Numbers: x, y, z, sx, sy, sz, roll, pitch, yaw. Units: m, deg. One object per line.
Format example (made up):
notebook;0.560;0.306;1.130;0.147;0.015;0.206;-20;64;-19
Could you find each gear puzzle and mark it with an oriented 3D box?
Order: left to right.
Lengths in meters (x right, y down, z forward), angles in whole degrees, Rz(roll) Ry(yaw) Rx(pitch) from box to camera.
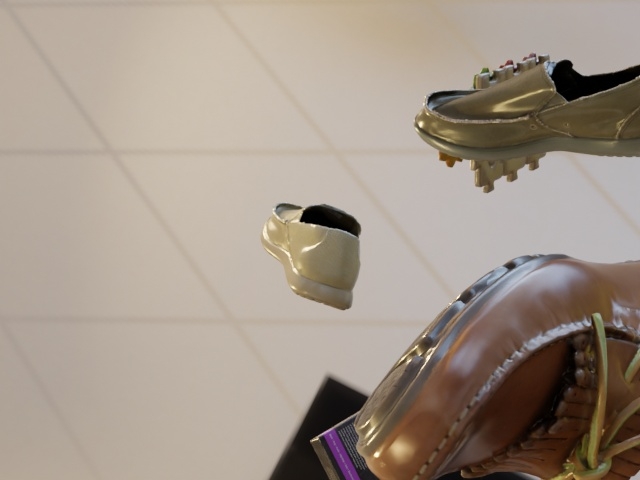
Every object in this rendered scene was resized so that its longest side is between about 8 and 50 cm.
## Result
gear puzzle;0.238;-0.162;1.737;0.339;0.044;0.175;-24;-62;-53

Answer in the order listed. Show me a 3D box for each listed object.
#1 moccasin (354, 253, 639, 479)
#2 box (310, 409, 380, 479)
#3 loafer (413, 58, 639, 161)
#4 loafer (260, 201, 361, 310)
moccasin;0.157;0.097;0.754;0.139;0.147;0.380;-50;-25;20
box;0.078;0.272;1.590;0.162;0.116;0.029;-25;-3;-31
loafer;0.208;-0.131;1.146;0.094;0.251;0.087;-59;-36;-53
loafer;0.000;0.000;1.442;0.092;0.102;0.268;-64;20;11
